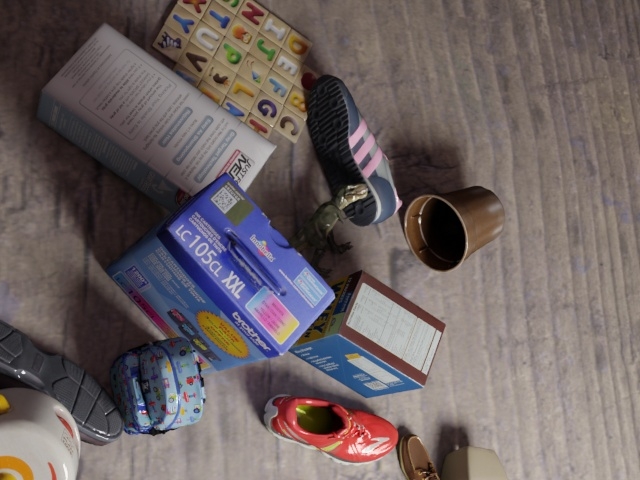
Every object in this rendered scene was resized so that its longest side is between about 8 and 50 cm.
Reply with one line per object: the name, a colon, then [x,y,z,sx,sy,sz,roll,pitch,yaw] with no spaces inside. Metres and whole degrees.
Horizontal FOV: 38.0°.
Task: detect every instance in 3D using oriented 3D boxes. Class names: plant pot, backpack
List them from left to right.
backpack: [-0.263,0.240,1.533,0.116,0.173,0.158,-6,80,-31]
plant pot: [0.289,-0.037,1.949,0.165,0.167,0.167,-22,88,-41]
plant pot: [0.302,0.467,1.843,0.109,0.109,0.096,15,57,-26]

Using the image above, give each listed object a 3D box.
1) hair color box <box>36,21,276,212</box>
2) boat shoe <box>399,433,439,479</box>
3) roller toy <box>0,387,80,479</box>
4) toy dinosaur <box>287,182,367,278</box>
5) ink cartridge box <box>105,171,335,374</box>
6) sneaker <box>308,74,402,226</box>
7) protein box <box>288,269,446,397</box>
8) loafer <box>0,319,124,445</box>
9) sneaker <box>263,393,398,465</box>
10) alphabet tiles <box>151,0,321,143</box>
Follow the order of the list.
hair color box: [-0.288,-0.192,1.645,0.374,0.113,0.185,35,62,-6]
boat shoe: [0.205,0.462,1.808,0.064,0.060,0.178,-12,82,-32]
roller toy: [-0.455,0.326,1.371,0.191,0.146,0.209,20,101,-14]
toy dinosaur: [0.000,0.000,1.817,0.268,0.064,0.118,-43,116,-15]
ink cartridge box: [-0.161,0.061,1.511,0.270,0.395,0.151,48,59,-9]
sneaker: [0.073,-0.186,1.904,0.131,0.112,0.319,-14,86,-49]
protein box: [0.082,0.181,1.733,0.201,0.199,0.136,33,62,-18]
loafer: [-0.455,0.236,1.488,0.302,0.095,0.109,41,30,-19]
sneaker: [0.033,0.349,1.706,0.278,0.118,0.107,17,69,-25]
alphabet tiles: [-0.156,-0.354,1.859,0.342,0.011,0.285,33,62,-19]
